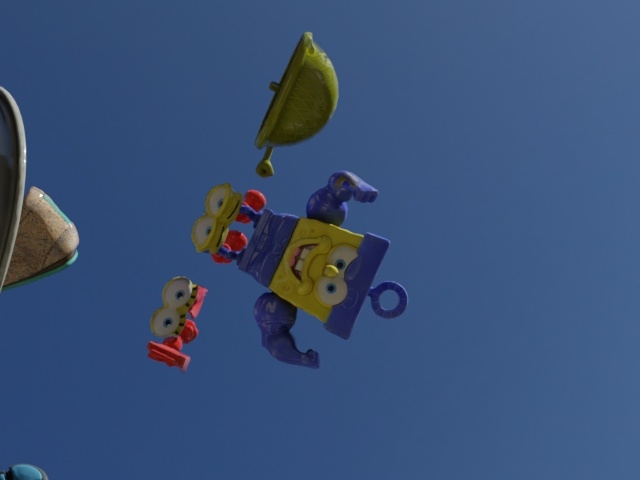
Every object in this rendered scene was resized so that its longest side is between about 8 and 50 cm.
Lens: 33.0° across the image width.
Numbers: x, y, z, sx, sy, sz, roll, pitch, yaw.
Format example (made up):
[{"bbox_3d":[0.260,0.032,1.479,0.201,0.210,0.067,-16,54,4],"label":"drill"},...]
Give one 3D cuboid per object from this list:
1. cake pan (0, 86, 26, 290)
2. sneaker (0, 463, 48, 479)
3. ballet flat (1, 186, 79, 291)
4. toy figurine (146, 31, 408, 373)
[{"bbox_3d":[-0.303,0.017,0.752,0.054,0.293,0.293,23,-76,-38],"label":"cake pan"},{"bbox_3d":[-0.492,0.511,1.613,0.341,0.125,0.140,-58,-29,-30],"label":"sneaker"},{"bbox_3d":[-0.415,0.029,1.144,0.316,0.107,0.106,-25,-66,-3],"label":"ballet flat"},{"bbox_3d":[0.000,0.000,1.108,0.217,0.191,0.363,25,-95,6],"label":"toy figurine"}]
